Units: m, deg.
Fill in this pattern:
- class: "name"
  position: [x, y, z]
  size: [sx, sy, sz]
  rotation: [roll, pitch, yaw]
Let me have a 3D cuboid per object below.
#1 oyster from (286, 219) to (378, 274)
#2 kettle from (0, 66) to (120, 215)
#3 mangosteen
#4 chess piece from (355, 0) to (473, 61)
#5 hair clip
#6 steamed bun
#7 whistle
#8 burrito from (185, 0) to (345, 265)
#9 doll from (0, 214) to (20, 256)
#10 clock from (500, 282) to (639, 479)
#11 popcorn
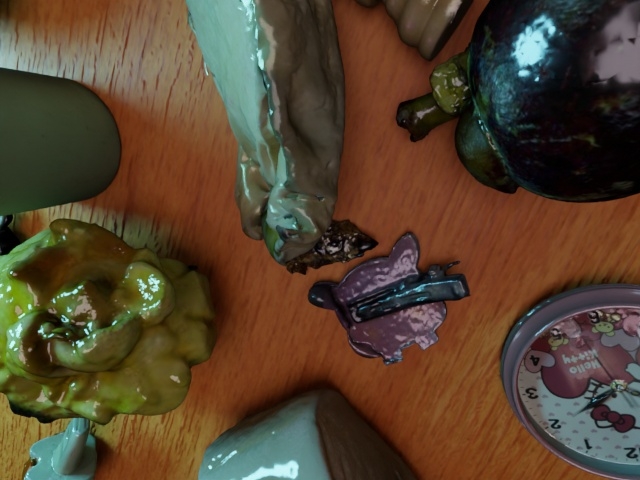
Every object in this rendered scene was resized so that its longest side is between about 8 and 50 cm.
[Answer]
- class: "oyster"
  position: [0.000, 0.000, 0.509]
  size: [0.132, 0.029, 0.086]
  rotation: [-26, 98, 16]
- class: "kettle"
  position: [-0.392, -0.099, 0.432]
  size: [0.239, 0.255, 0.166]
  rotation: [-3, 106, 10]
- class: "mangosteen"
  position: [0.197, -0.150, 0.358]
  size: [0.288, 0.231, 0.232]
  rotation: [6, 107, 35]
- class: "chess piece"
  position: [0.069, -0.268, 0.400]
  size: [0.170, 0.094, 0.094]
  rotation: [36, 107, 3]
- class: "hair clip"
  position: [0.097, 0.080, 0.508]
  size: [0.186, 0.056, 0.146]
  rotation: [-28, 99, 23]
- class: "steamed bun"
  position: [0.013, 0.403, 0.501]
  size: [0.246, 0.236, 0.384]
  rotation: [-32, 97, 17]
- class: "whistle"
  position: [-0.405, 0.364, 0.625]
  size: [0.101, 0.105, 0.253]
  rotation: [42, 114, 20]
- class: "burrito"
  position: [-0.044, -0.149, 0.410]
  size: [0.135, 0.190, 0.333]
  rotation: [-20, 109, -28]
- class: "doll"
  position: [-0.463, 0.049, 0.577]
  size: [0.090, 0.067, 0.220]
  rotation: [-6, 101, 15]
- class: "clock"
  position: [0.343, 0.166, 0.468]
  size: [0.244, 0.056, 0.245]
  rotation: [6, 106, 21]
- class: "popcorn"
  position: [-0.269, 0.094, 0.487]
  size: [0.285, 0.215, 0.252]
  rotation: [13, 128, 1]
